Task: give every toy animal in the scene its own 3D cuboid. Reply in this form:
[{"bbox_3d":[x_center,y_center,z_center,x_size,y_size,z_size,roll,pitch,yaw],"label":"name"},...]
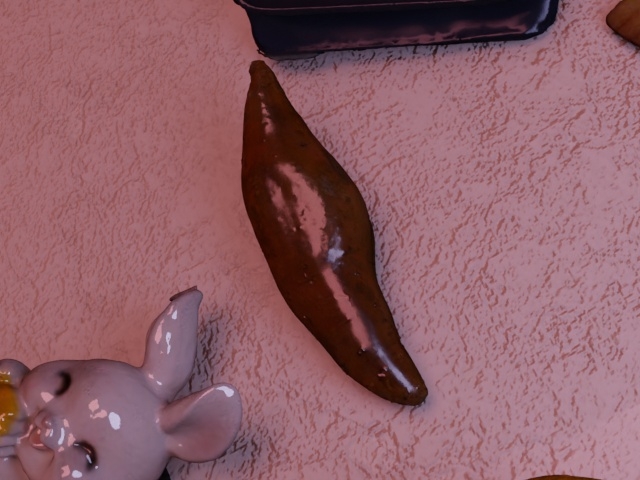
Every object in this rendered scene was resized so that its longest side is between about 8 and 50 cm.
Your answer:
[{"bbox_3d":[-0.229,0.172,1.192,0.325,0.154,0.208,-27,51,1],"label":"toy animal"}]

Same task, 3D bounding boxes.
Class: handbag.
[{"bbox_3d":[0.079,-0.326,1.298,0.325,0.118,0.269,-1,64,16],"label":"handbag"}]

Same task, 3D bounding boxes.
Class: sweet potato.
[{"bbox_3d":[-0.003,-0.004,1.196,0.112,0.112,0.359,-24,77,13],"label":"sweet potato"}]

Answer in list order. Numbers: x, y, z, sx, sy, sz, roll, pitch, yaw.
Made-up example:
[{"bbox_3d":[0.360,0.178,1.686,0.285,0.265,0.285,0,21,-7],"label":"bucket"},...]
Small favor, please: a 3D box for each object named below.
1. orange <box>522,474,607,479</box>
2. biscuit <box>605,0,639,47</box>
[{"bbox_3d":[0.174,0.298,0.885,0.274,0.274,0.274,-10,63,20],"label":"orange"},{"bbox_3d":[0.357,-0.253,1.157,0.228,0.031,0.176,-17,67,39],"label":"biscuit"}]
